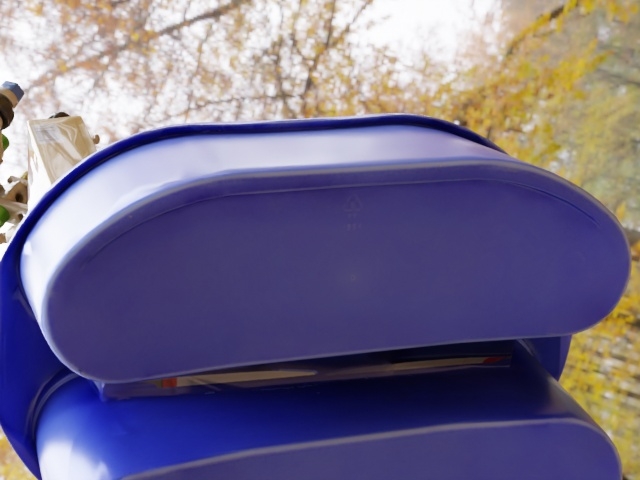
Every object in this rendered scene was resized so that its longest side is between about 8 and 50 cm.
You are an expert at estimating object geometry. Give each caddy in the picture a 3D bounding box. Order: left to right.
[{"bbox_3d":[-0.003,0.058,0.521,0.341,0.179,0.241,-4,-77,-14],"label":"caddy"}]

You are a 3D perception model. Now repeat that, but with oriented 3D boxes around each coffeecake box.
[{"bbox_3d":[-0.300,-0.030,1.157,0.068,0.142,0.186,-9,-46,-25],"label":"coffeecake box"}]

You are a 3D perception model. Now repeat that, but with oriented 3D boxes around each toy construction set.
[{"bbox_3d":[-0.532,-0.075,1.523,0.257,0.237,0.309,46,-136,-56],"label":"toy construction set"}]
